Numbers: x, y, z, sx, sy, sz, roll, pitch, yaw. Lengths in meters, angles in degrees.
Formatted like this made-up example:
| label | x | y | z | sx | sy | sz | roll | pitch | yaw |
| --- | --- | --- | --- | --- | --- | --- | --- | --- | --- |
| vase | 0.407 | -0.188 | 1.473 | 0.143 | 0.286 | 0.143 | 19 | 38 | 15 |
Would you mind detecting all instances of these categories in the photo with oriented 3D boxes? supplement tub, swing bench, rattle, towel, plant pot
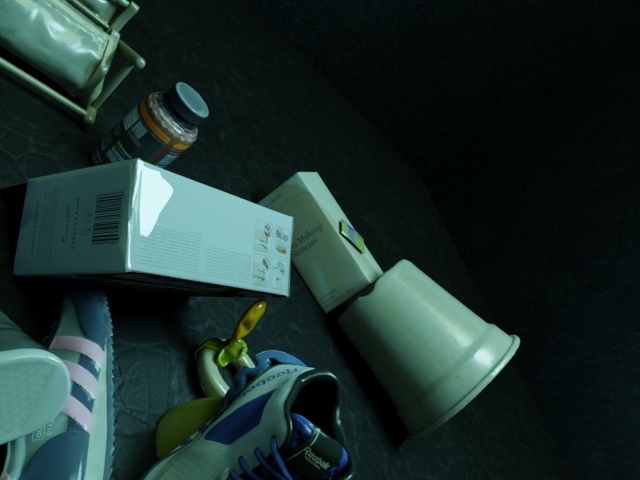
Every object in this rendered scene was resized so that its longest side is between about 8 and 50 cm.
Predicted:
| label | x | y | z | sx | sy | sz | roll | pitch | yaw |
| --- | --- | --- | --- | --- | --- | --- | --- | --- | --- |
| supplement tub | -0.278 | -0.173 | 0.940 | 0.106 | 0.198 | 0.106 | 46 | 22 | -25 |
| swing bench | -0.449 | -0.374 | 0.946 | 0.253 | 0.165 | 0.254 | 34 | 23 | -42 |
| rattle | -0.089 | 0.213 | 0.849 | 0.199 | 0.143 | 0.130 | 59 | 2 | 28 |
| towel | 0.074 | -0.009 | 1.312 | 0.083 | 0.009 | 0.060 | 42 | 26 | -25 |
| plant pot | -0.131 | 0.257 | 0.739 | 0.134 | 0.095 | 0.134 | 45 | 22 | -24 |
| plant pot | 0.219 | 0.221 | 1.295 | 0.305 | 0.334 | 0.334 | 48 | 19 | 11 |

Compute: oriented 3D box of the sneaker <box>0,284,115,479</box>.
| label | x | y | z | sx | sy | sz | roll | pitch | yaw |
| --- | --- | --- | --- | --- | --- | --- | --- | --- | --- |
| sneaker | -0.282 | 0.154 | 0.572 | 0.131 | 0.112 | 0.319 | 7 | 32 | -25 |

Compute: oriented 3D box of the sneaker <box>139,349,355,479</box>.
| label | x | y | z | sx | sy | sz | roll | pitch | yaw |
| --- | --- | --- | --- | --- | --- | --- | --- | --- | --- |
| sneaker | -0.074 | 0.243 | 0.596 | 0.127 | 0.182 | 0.315 | 46 | 58 | -16 |

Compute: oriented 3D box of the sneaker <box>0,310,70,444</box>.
| label | x | y | z | sx | sy | sz | roll | pitch | yaw |
| --- | --- | --- | --- | --- | --- | --- | --- | --- | --- |
| sneaker | -0.372 | 0.121 | 0.448 | 0.296 | 0.104 | 0.147 | -4 | 14 | -38 |

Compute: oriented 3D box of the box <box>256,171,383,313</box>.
| label | x | y | z | sx | sy | sz | roll | pitch | yaw |
| --- | --- | --- | --- | --- | --- | --- | --- | --- | --- |
| box | 0.000 | 0.000 | 1.355 | 0.311 | 0.148 | 0.121 | 56 | 21 | 8 |

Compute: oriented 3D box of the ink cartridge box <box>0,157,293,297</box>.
| label | x | y | z | sx | sy | sz | roll | pitch | yaw |
| --- | --- | --- | --- | --- | --- | --- | --- | --- | --- |
| ink cartridge box | -0.235 | 0.005 | 0.791 | 0.310 | 0.272 | 0.129 | 18 | 72 | -57 |
